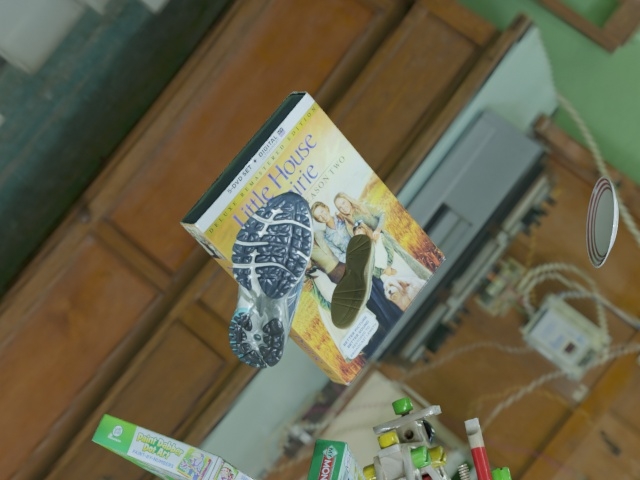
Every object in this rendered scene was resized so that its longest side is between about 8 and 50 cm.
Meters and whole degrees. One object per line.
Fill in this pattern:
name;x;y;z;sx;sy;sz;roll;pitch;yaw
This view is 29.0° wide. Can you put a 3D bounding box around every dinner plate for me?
dinner plate;0.434;-0.028;1.895;0.141;0.017;0.141;-174;-90;-87

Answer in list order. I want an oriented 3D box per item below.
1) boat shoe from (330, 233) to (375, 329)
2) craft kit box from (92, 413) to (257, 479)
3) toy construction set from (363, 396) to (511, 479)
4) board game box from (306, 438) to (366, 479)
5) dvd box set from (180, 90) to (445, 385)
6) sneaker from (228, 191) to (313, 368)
boat shoe;0.055;0.068;1.899;0.048;0.056;0.153;48;49;-60
craft kit box;-0.213;0.381;2.055;0.246;0.250;0.061;49;61;-50
toy construction set;0.178;0.369;2.135;0.257;0.237;0.309;6;154;-39
board game box;0.006;0.444;1.585;0.213;0.046;0.317;66;32;-52
dvd box set;0.000;0.000;2.111;0.307;0.062;0.420;-51;118;-19
sneaker;-0.072;0.042;1.812;0.122;0.110;0.283;-66;172;-60
